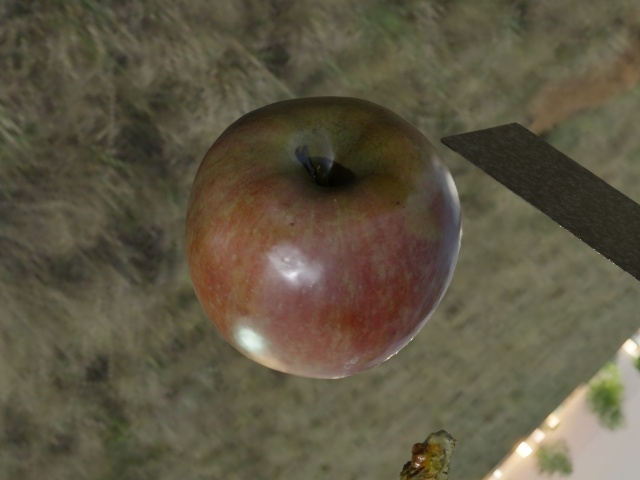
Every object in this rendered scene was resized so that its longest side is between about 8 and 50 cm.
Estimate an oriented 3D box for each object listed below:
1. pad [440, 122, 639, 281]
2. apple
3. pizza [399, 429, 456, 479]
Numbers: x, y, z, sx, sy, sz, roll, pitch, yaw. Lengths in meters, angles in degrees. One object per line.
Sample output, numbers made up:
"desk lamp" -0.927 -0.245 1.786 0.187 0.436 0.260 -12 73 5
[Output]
"pad" 0.238 -0.042 1.225 0.158 0.235 0.003 -16 138 -52
"apple" 0.000 0.000 0.898 0.188 0.188 0.174 -39 157 -30
"pizza" 0.098 0.285 1.399 0.134 0.046 0.175 -104 -146 -77
